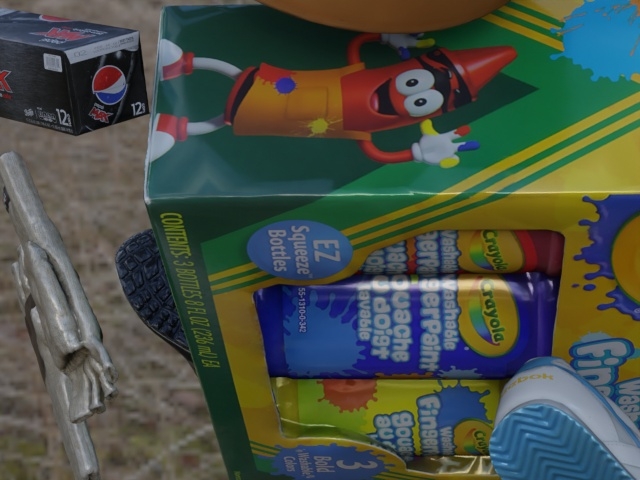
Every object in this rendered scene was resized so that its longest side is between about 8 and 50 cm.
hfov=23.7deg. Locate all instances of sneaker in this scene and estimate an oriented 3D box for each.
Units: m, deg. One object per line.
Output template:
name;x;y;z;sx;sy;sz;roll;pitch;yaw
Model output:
sneaker;0.196;0.170;0.967;0.087;0.228;0.092;-31;15;24
sneaker;-0.129;0.114;1.701;0.107;0.124;0.283;-37;71;-25

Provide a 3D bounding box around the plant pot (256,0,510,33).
plant pot;0.040;-0.287;0.830;0.291;0.203;0.290;9;58;-15

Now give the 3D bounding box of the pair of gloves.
pair of gloves;-0.197;0.067;1.167;0.042;0.240;0.204;-16;63;-16

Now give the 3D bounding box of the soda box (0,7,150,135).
soda box;-0.180;-0.108;0.949;0.060;0.053;0.169;-23;27;-39

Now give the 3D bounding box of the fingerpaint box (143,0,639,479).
fingerpaint box;0.095;0.029;1.096;0.371;0.444;0.163;0;59;3
